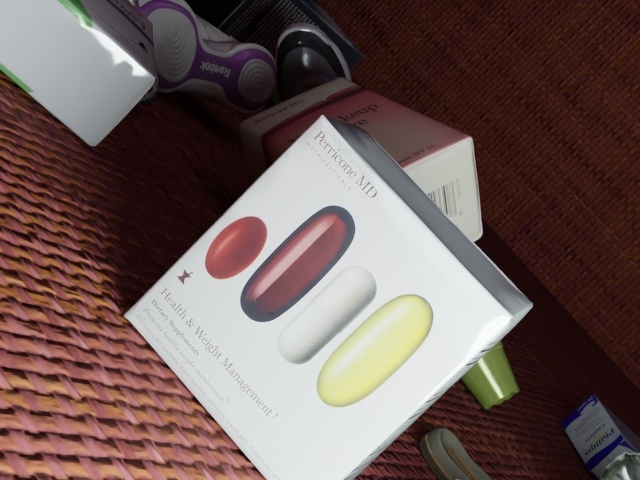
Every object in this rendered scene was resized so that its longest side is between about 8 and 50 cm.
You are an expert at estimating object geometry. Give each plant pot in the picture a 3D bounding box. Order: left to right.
[{"bbox_3d":[0.209,0.168,1.571,0.079,0.083,0.083,62,15,14],"label":"plant pot"}]

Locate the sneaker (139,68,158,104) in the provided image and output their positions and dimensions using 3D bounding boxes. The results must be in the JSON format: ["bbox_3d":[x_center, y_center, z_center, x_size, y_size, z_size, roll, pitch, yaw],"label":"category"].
[{"bbox_3d":[-0.235,-0.206,1.362,0.162,0.063,0.073,52,-5,11],"label":"sneaker"}]

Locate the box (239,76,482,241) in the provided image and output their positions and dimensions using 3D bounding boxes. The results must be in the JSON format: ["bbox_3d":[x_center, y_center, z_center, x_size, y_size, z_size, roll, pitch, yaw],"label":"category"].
[{"bbox_3d":[0.040,-0.066,1.331,0.232,0.148,0.127,32,-38,47],"label":"box"}]

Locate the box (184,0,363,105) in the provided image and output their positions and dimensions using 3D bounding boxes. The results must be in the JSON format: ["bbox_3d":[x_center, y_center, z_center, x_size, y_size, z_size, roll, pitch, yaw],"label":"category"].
[{"bbox_3d":[-0.126,-0.392,2.078,0.294,0.183,0.296,33,17,-53],"label":"box"}]

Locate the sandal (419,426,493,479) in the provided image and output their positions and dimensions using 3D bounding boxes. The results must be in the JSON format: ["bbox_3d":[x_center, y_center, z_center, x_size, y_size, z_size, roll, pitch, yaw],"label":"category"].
[{"bbox_3d":[0.183,0.253,1.178,0.219,0.060,0.090,50,12,23],"label":"sandal"}]

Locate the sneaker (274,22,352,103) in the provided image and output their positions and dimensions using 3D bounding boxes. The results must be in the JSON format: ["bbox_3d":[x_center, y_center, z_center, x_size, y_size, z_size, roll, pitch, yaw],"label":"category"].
[{"bbox_3d":[-0.002,-0.142,1.629,0.153,0.101,0.269,-86,165,-65],"label":"sneaker"}]

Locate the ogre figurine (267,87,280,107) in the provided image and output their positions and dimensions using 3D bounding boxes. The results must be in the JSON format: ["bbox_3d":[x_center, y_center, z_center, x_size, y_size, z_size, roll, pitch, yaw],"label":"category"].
[{"bbox_3d":[-0.028,-0.170,1.855,0.197,0.097,0.118,14,43,-49],"label":"ogre figurine"}]

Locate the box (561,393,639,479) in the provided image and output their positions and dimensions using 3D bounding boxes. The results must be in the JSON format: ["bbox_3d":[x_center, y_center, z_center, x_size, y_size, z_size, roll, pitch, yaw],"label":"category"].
[{"bbox_3d":[0.439,0.318,1.851,0.126,0.072,0.137,41,11,-21],"label":"box"}]

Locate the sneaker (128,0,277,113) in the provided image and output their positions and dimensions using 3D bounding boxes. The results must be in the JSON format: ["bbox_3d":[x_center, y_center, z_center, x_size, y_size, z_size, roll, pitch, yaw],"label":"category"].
[{"bbox_3d":[-0.192,-0.235,1.543,0.152,0.114,0.305,22,-1,37],"label":"sneaker"}]

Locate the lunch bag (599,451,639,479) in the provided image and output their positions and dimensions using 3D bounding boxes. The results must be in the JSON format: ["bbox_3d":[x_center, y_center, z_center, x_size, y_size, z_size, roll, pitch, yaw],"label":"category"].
[{"bbox_3d":[0.399,0.371,1.265,0.235,0.169,0.287,40,17,-27],"label":"lunch bag"}]

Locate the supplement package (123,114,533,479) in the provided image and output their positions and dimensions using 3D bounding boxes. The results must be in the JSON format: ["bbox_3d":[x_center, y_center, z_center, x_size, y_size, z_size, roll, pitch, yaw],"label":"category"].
[{"bbox_3d":[0.011,0.051,0.908,0.194,0.203,0.149,47,11,10],"label":"supplement package"}]

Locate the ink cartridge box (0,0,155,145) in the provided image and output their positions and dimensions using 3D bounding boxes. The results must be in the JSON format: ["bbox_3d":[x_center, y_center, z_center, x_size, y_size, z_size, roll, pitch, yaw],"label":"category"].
[{"bbox_3d":[-0.243,-0.201,1.179,0.160,0.092,0.219,41,12,-22],"label":"ink cartridge box"}]

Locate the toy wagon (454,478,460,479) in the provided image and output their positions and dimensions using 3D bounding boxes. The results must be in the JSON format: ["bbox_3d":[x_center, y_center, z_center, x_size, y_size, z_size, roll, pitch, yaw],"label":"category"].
[{"bbox_3d":[0.208,0.334,0.957,0.344,0.068,0.267,45,11,0],"label":"toy wagon"}]
